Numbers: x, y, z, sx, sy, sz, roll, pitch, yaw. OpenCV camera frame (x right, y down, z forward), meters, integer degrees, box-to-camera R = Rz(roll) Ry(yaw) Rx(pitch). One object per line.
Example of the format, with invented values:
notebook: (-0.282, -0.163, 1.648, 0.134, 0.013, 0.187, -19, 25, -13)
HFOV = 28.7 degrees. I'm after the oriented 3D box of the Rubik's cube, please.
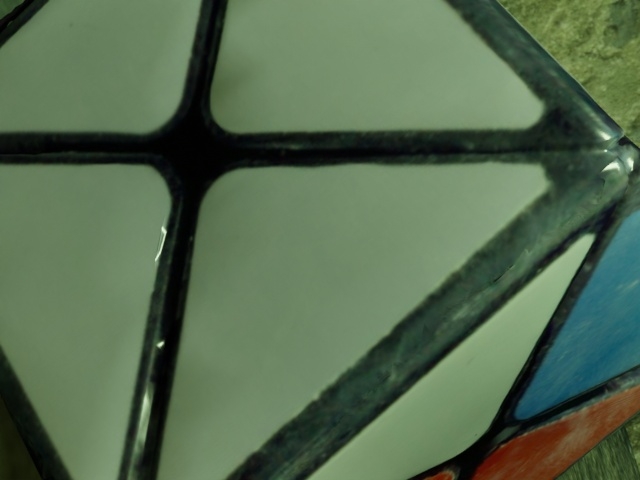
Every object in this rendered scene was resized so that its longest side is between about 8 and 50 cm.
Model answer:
Rubik's cube: (0.000, 0.000, 0.690, 0.310, 0.307, 0.305, 54, 11, 29)
